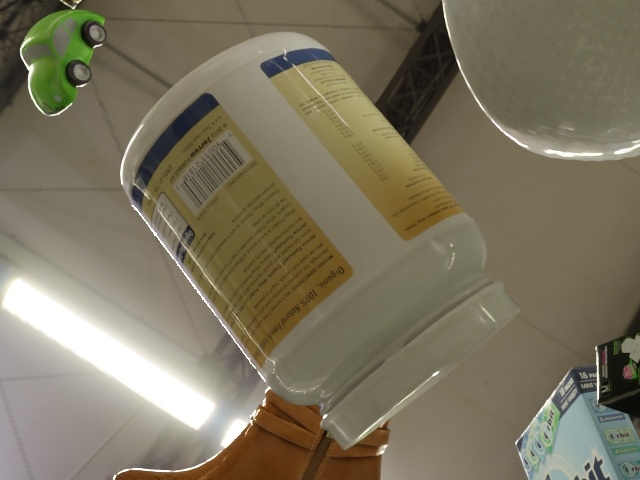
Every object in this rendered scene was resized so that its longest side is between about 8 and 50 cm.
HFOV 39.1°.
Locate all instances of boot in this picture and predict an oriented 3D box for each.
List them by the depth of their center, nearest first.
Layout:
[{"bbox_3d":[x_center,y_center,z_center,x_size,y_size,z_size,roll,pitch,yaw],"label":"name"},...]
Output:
[{"bbox_3d":[-0.066,0.222,0.948,0.284,0.109,0.220,18,-80,-9],"label":"boot"}]

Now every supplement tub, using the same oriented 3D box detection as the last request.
[{"bbox_3d":[0.000,0.000,0.794,0.228,0.228,0.316,-43,-104,21],"label":"supplement tub"}]

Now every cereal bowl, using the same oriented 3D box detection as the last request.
[{"bbox_3d":[0.258,-0.225,0.699,0.141,0.339,0.338,17,-59,51],"label":"cereal bowl"}]

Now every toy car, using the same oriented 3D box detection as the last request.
[{"bbox_3d":[-0.212,-0.217,0.793,0.239,0.224,0.053,-10,-32,44],"label":"toy car"}]

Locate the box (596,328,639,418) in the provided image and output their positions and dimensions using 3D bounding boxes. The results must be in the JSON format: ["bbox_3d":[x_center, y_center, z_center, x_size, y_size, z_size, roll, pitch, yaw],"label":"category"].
[{"bbox_3d":[0.268,0.103,0.705,0.062,0.052,0.083,22,-32,-22],"label":"box"}]

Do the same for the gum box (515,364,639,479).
[{"bbox_3d":[0.256,0.236,0.843,0.041,0.184,0.157,-5,-38,-15],"label":"gum box"}]
